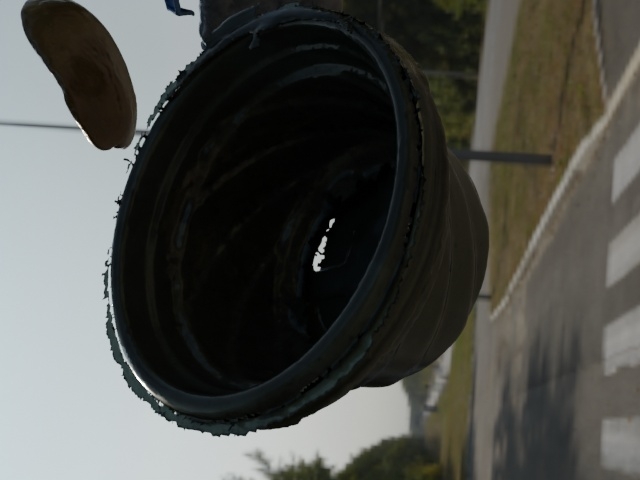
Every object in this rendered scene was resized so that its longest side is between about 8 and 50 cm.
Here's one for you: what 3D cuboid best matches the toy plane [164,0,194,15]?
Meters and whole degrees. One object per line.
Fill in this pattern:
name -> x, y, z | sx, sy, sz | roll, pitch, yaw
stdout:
toy plane -> -0.154, -0.331, 0.929 | 0.271, 0.105, 0.254 | 34, 133, 45

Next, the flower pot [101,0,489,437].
flower pot -> 0.000, 0.000, 0.595 | 0.140, 0.235, 0.236 | 23, -113, -46

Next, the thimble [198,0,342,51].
thimble -> -0.052, -0.300, 1.154 | 0.217, 0.157, 0.246 | -95, 4, -51

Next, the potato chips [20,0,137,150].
potato chips -> -0.268, -0.204, 1.268 | 0.195, 0.061, 0.208 | 49, -163, -42
